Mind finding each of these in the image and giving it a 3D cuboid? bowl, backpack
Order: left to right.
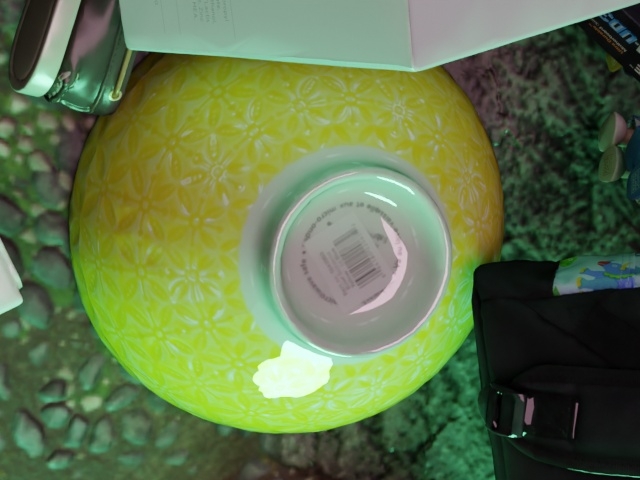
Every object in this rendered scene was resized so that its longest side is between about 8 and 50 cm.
[{"bbox_3d":[0.000,0.000,1.100,0.289,0.156,0.289,-4,103,-18],"label":"bowl"},{"bbox_3d":[0.303,0.123,1.081,0.356,0.273,0.290,-12,86,24],"label":"backpack"}]

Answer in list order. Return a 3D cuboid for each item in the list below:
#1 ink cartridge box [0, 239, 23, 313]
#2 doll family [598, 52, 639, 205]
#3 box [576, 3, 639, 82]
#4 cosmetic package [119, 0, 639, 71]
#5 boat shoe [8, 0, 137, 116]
[{"bbox_3d":[-0.317,0.004,1.021,0.237,0.100,0.172,-27,109,-11],"label":"ink cartridge box"},{"bbox_3d":[0.275,-0.104,1.200,0.163,0.118,0.263,7,70,-10],"label":"doll family"},{"bbox_3d":[0.260,-0.195,1.138,0.175,0.051,0.220,44,69,7],"label":"box"},{"bbox_3d":[0.037,-0.185,0.995,0.224,0.225,0.138,-21,111,-43],"label":"cosmetic package"},{"bbox_3d":[-0.117,-0.187,1.065,0.069,0.081,0.227,18,98,-29],"label":"boat shoe"}]
